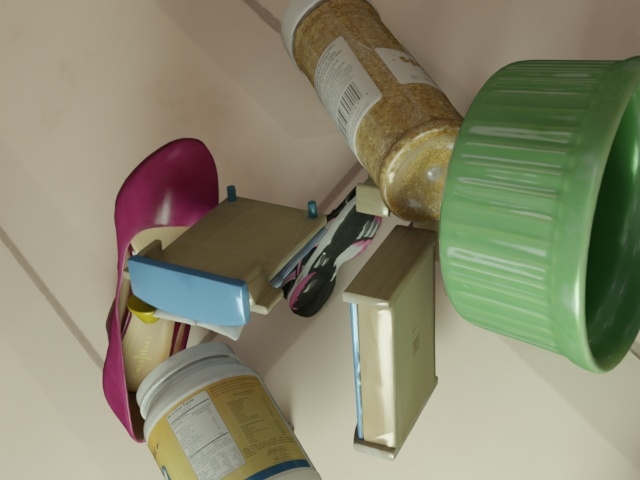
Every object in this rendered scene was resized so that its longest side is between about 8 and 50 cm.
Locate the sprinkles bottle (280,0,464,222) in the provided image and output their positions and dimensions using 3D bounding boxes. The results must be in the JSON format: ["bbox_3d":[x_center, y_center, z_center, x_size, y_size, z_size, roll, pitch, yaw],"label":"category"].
[{"bbox_3d":[0.061,-0.167,1.094,0.121,0.121,0.355,-41,42,12],"label":"sprinkles bottle"}]

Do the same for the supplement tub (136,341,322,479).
[{"bbox_3d":[-0.102,0.224,1.055,0.144,0.144,0.199,-42,60,12],"label":"supplement tub"}]

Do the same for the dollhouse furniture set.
[{"bbox_3d":[-0.018,0.058,1.086,0.303,0.286,0.198,11,123,23],"label":"dollhouse furniture set"}]

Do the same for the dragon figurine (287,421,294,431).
[{"bbox_3d":[-0.118,0.282,1.175,0.144,0.085,0.289,-2,74,27],"label":"dragon figurine"}]

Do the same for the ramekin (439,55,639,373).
[{"bbox_3d":[0.238,-0.034,0.956,0.148,0.303,0.303,12,85,31],"label":"ramekin"}]

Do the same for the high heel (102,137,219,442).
[{"bbox_3d":[-0.179,0.065,1.146,0.377,0.127,0.181,110,150,-42],"label":"high heel"}]

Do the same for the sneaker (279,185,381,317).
[{"bbox_3d":[0.000,0.000,1.191,0.077,0.072,0.178,38,91,38],"label":"sneaker"}]
